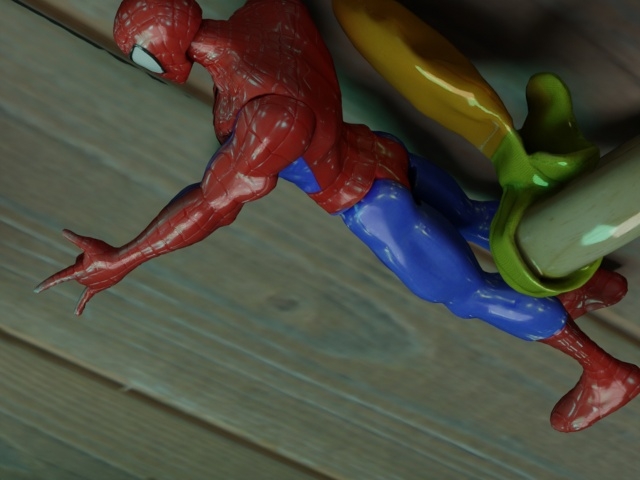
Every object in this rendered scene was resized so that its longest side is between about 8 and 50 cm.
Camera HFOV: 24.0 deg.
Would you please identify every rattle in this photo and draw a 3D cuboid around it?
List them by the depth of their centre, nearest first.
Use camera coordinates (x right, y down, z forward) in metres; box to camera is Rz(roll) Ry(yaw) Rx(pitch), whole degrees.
[{"bbox_3d":[0.130,-0.078,0.546,0.199,0.143,0.130,-35,161,23],"label":"rattle"}]

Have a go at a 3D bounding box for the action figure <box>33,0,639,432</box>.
[{"bbox_3d":[0.000,0.000,0.614,0.139,0.091,0.280,-30,131,27],"label":"action figure"}]
